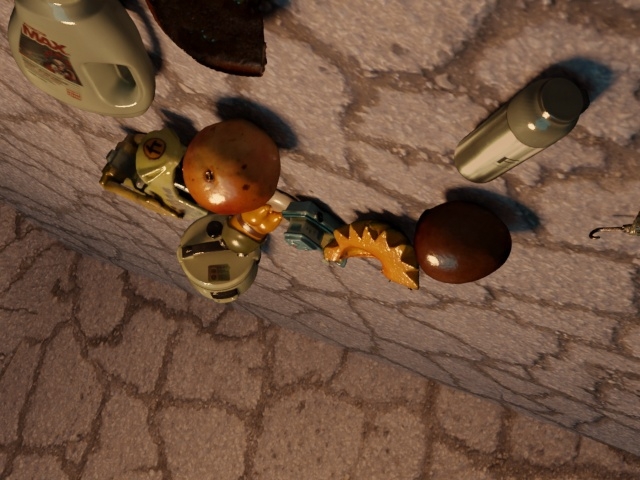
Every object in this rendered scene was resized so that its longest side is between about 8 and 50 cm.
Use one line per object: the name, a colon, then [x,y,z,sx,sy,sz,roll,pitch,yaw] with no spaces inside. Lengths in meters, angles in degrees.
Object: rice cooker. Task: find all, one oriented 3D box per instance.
rice cooker: [-0.275,0.049,2.164,0.226,0.226,0.244,23,161,5]

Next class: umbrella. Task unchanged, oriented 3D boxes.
umbrella: [0.521,-0.026,1.140,0.269,0.044,0.044,-5,122,43]

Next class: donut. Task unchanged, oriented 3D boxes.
donut: [-0.168,-0.307,1.065,0.187,0.144,0.126,4,-166,-22]

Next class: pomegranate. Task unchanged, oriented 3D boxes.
pomegranate: [-0.167,-0.142,1.480,0.191,0.191,0.191,23,163,7]

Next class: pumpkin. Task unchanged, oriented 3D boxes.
pumpkin: [0.140,0.000,1.678,0.254,0.149,0.130,17,120,39]

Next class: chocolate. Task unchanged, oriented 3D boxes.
chocolate: [0.255,0.009,1.393,0.177,0.176,0.176,23,163,7]

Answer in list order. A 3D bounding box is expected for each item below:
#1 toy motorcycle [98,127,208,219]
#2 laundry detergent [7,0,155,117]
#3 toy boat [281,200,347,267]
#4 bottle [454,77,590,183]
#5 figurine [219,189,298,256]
toy motorcycle: [-0.343,-0.142,1.749,0.237,0.168,0.410,35,161,-28]
laundry detergent: [-0.392,-0.345,1.280,0.264,0.124,0.398,27,161,-5]
toy boat: [0.000,0.000,1.805,0.109,0.098,0.238,3,158,37]
bottle: [0.266,-0.144,1.049,0.096,0.079,0.254,-11,171,-15]
figurine: [-0.161,-0.038,1.860,0.167,0.141,0.250,33,161,-25]
